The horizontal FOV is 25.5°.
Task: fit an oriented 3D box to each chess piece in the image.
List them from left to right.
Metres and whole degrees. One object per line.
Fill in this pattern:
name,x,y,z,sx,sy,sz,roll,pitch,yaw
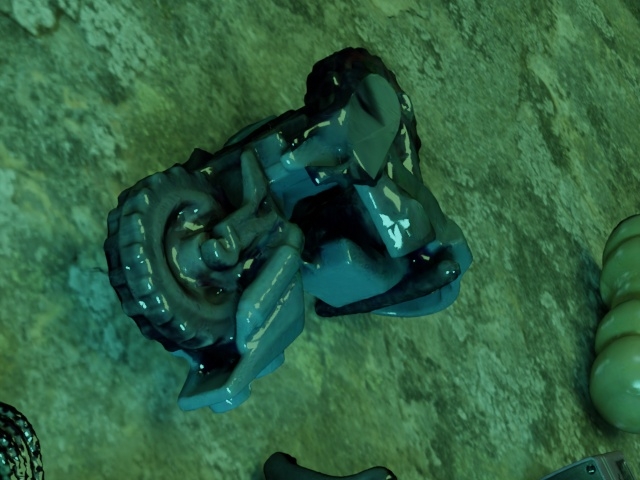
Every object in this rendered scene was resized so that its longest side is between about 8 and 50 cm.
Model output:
chess piece,0.354,0.097,1.533,0.143,0.143,0.261,48,41,-18

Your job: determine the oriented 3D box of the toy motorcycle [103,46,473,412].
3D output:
toy motorcycle,0.000,0.000,1.083,0.232,0.172,0.416,64,33,-10

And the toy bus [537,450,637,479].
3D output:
toy bus,0.269,0.296,1.282,0.108,0.096,0.199,-1,63,-59

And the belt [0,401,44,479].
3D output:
belt,-0.274,0.154,0.654,0.359,0.094,0.126,-22,82,-58

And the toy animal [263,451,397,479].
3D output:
toy animal,0.051,0.235,1.040,0.210,0.121,0.117,32,60,-46
